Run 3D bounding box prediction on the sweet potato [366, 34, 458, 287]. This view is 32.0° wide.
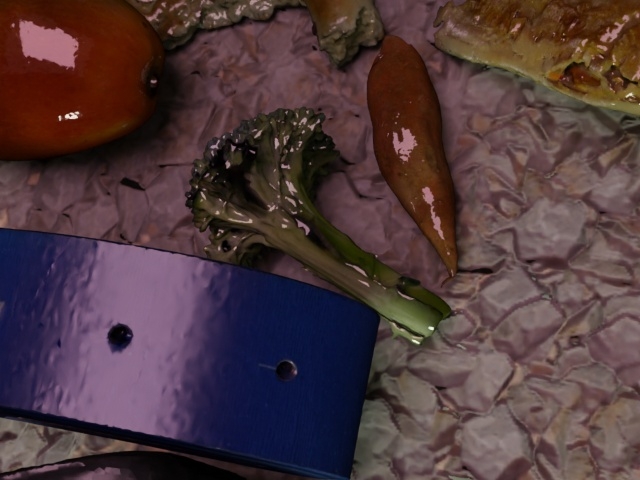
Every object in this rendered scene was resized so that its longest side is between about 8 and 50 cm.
[{"bbox_3d":[0.066,-0.059,0.783,0.056,0.056,0.194,-17,73,15],"label":"sweet potato"}]

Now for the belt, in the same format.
[{"bbox_3d":[-0.138,0.075,0.728,0.347,0.212,0.117,7,77,23],"label":"belt"}]

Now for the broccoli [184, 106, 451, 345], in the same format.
[{"bbox_3d":[0.001,-0.001,0.774,0.204,0.118,0.122,41,60,11],"label":"broccoli"}]

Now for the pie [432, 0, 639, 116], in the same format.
[{"bbox_3d":[0.198,-0.142,0.733,0.282,0.068,0.128,28,82,41],"label":"pie"}]

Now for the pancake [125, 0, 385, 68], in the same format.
[{"bbox_3d":[-0.106,-0.241,0.904,0.377,0.054,0.197,25,84,26],"label":"pancake"}]

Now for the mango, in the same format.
[{"bbox_3d":[-0.255,-0.134,0.887,0.289,0.129,0.146,-4,98,32],"label":"mango"}]

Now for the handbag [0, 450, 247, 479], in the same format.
[{"bbox_3d":[-0.119,0.229,0.649,0.181,0.254,0.181,-14,72,4],"label":"handbag"}]
